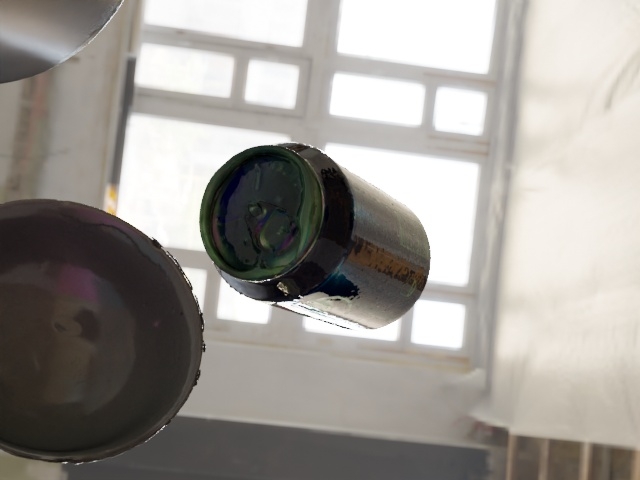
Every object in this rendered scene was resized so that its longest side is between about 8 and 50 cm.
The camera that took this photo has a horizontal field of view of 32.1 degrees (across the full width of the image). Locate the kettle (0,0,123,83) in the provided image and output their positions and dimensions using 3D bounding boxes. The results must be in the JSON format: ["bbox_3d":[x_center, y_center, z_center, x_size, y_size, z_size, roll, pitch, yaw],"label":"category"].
[{"bbox_3d":[-0.160,-0.143,0.328,0.232,0.144,0.202,-38,104,-80],"label":"kettle"}]

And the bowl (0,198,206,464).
[{"bbox_3d":[-0.177,0.072,0.730,0.086,0.189,0.189,125,-26,-51],"label":"bowl"}]

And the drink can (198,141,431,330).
[{"bbox_3d":[0.000,0.000,0.827,0.205,0.118,0.118,27,66,-62],"label":"drink can"}]
